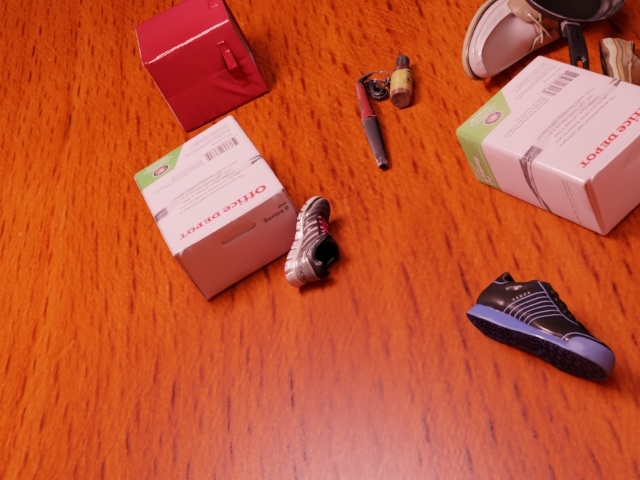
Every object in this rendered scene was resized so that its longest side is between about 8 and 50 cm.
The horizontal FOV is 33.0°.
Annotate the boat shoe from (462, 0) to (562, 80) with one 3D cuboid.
[{"bbox_3d":[0.363,-0.388,1.878,0.103,0.113,0.302,13,53,48],"label":"boat shoe"}]

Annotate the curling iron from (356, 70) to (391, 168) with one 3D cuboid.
[{"bbox_3d":[0.100,-0.220,1.919,0.068,0.035,0.274,-18,39,15],"label":"curling iron"}]

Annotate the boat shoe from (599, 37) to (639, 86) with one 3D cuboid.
[{"bbox_3d":[0.487,-0.268,1.706,0.072,0.068,0.190,-6,42,11],"label":"boat shoe"}]

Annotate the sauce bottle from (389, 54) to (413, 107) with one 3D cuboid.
[{"bbox_3d":[0.148,-0.293,1.965,0.042,0.042,0.128,-14,42,20],"label":"sauce bottle"}]

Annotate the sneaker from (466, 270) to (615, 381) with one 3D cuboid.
[{"bbox_3d":[0.294,0.102,1.394,0.232,0.081,0.090,23,69,47],"label":"sneaker"}]

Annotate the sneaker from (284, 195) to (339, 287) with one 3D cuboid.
[{"bbox_3d":[0.000,0.000,1.715,0.075,0.063,0.170,-6,48,28],"label":"sneaker"}]

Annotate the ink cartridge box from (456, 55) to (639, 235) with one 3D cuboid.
[{"bbox_3d":[0.371,-0.147,1.598,0.198,0.114,0.273,-41,39,-14],"label":"ink cartridge box"}]

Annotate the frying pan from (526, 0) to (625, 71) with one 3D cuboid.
[{"bbox_3d":[0.437,-0.380,1.790,0.197,0.053,0.326,-11,59,-17],"label":"frying pan"}]

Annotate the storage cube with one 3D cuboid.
[{"bbox_3d":[-0.242,-0.369,2.186,0.193,0.183,0.215,-26,38,5],"label":"storage cube"}]

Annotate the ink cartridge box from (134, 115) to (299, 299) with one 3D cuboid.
[{"bbox_3d":[-0.173,-0.061,1.843,0.211,0.121,0.289,-31,38,-2],"label":"ink cartridge box"}]
